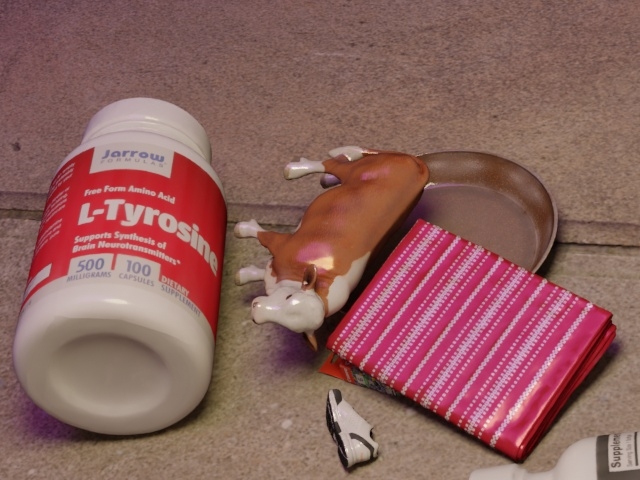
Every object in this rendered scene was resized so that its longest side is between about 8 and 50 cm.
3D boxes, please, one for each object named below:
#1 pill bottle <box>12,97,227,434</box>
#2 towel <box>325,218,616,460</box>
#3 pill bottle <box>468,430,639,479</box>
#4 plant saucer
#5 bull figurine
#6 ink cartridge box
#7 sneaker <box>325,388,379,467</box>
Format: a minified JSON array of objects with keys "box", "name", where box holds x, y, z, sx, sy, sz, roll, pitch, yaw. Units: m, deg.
[{"box":[-0.231,0.016,1.821,0.229,0.229,0.408,-11,41,10],"name":"pill bottle"},{"box":[0.166,0.106,1.662,0.274,0.031,0.199,28,71,30],"name":"towel"},{"box":[0.325,0.271,1.332,0.362,0.210,0.210,-9,41,13],"name":"pill bottle"},{"box":[0.138,0.006,1.826,0.310,0.050,0.311,-12,40,10],"name":"plant saucer"},{"box":[0.000,0.000,1.772,0.188,0.101,0.310,18,51,39],"name":"bull figurine"},{"box":[0.056,0.136,1.727,0.115,0.029,0.063,14,51,33],"name":"ink cartridge box"},{"box":[0.034,0.207,1.658,0.043,0.040,0.109,-8,42,-12],"name":"sneaker"}]
